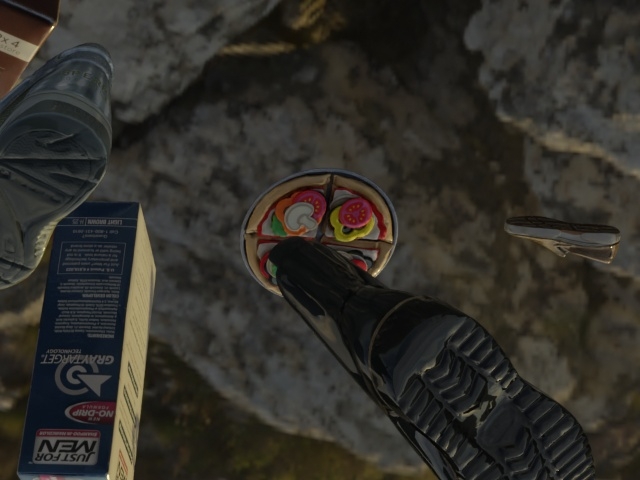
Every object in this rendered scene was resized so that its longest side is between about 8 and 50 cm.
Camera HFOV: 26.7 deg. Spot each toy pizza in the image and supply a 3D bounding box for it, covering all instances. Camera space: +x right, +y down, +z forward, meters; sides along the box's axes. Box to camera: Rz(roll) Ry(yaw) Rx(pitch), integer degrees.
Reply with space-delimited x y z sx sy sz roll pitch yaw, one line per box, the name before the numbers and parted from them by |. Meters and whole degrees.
toy pizza | 0.000 0.000 1.691 0.201 0.032 0.201 -5 124 -7

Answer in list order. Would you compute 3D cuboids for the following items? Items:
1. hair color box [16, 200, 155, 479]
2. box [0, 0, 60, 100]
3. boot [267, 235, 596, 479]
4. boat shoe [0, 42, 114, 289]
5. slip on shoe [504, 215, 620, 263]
hair color box | -0.269 0.143 1.590 0.105 0.347 0.174 1 150 2
box | -0.346 -0.330 1.310 0.191 0.381 0.143 23 132 -25
boot | 0.060 0.079 0.709 0.137 0.077 0.198 33 159 53
boat shoe | -0.273 -0.052 1.163 0.118 0.103 0.320 28 138 -22
slip on shoe | 0.282 0.000 1.581 0.135 0.051 0.041 5 110 -3
